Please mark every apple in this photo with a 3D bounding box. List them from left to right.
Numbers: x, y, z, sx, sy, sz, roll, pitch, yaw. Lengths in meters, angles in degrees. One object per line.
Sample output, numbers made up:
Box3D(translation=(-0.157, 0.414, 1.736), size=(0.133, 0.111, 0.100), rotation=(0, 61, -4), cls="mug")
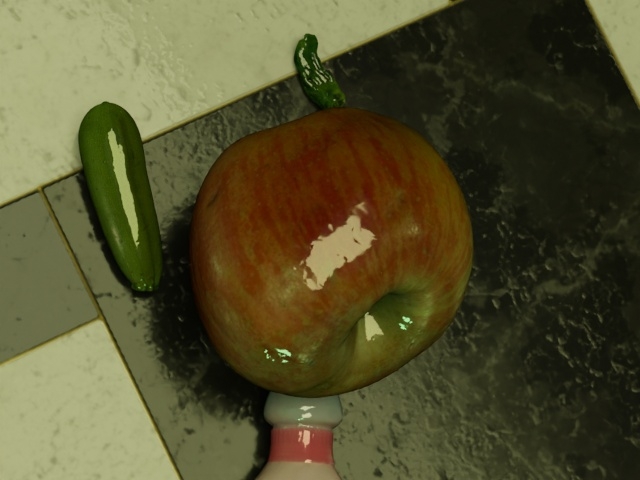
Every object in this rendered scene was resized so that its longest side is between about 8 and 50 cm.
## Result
Box3D(translation=(0.000, 0.000, 1.842), size=(0.301, 0.301, 0.302), rotation=(2, 80, -12), cls="apple")

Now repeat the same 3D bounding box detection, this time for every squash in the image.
Box3D(translation=(-0.202, -0.044, 1.914), size=(0.066, 0.066, 0.201), rotation=(-15, 91, -15), cls="squash")

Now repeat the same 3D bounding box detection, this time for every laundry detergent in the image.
Box3D(translation=(-0.026, 0.317, 1.877), size=(0.159, 0.088, 0.335), rotation=(4, 78, -11), cls="laundry detergent")

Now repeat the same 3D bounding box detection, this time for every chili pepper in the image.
Box3D(translation=(-0.003, -0.177, 2.001), size=(0.030, 0.034, 0.091), rotation=(-21, 84, -49), cls="chili pepper")
